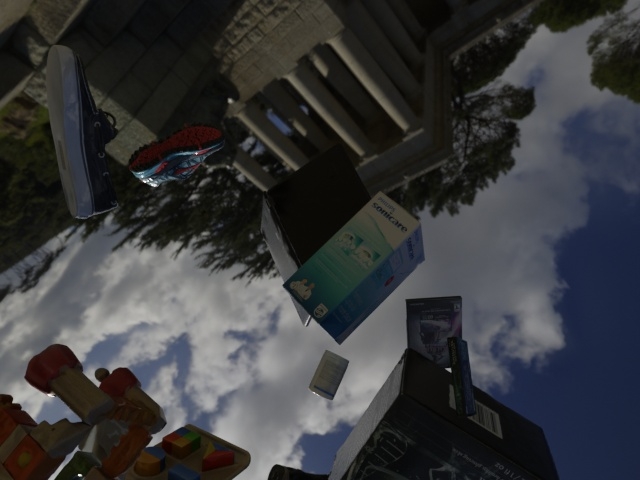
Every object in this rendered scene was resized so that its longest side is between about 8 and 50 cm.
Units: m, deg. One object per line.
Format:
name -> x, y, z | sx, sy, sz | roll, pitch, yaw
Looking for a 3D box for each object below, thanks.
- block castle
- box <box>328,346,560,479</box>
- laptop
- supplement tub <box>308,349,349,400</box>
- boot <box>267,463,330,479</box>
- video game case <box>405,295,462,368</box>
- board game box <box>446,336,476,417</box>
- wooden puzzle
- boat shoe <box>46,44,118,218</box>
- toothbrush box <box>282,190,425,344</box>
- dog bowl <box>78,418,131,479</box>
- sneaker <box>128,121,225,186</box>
block castle -> -0.540, 0.431, 0.870 | 0.212, 0.303, 0.453 | 29, -107, 22
box -> 0.332, 0.670, 1.382 | 0.472, 0.479, 0.297 | -62, 174, 19
laptop -> 0.000, 0.000, 1.433 | 0.236, 0.382, 0.408 | -19, 160, -18
supplement tub -> 0.021, 0.336, 1.177 | 0.071, 0.071, 0.107 | 7, -113, 56
boot -> -0.067, 0.977, 1.620 | 0.138, 0.283, 0.378 | -19, -121, 59
video game case -> 0.408, 0.335, 1.690 | 0.195, 0.275, 0.026 | -4, -166, 4
board game box -> 0.354, 0.341, 1.180 | 0.026, 0.126, 0.187 | -11, -111, 26
wooden puzzle -> -0.450, 0.725, 1.535 | 0.321, 0.347, 0.081 | 11, -75, 28
boat shoe -> -0.316, -0.143, 0.646 | 0.076, 0.229, 0.080 | -17, -154, -40
toothbrush box -> 0.086, 0.069, 1.052 | 0.295, 0.216, 0.126 | -44, -116, -8
dog bowl -> -0.616, 0.640, 1.294 | 0.349, 0.102, 0.349 | -45, -146, 42
sneaker -> -0.378, -0.229, 1.284 | 0.261, 0.125, 0.104 | -22, -118, -4
